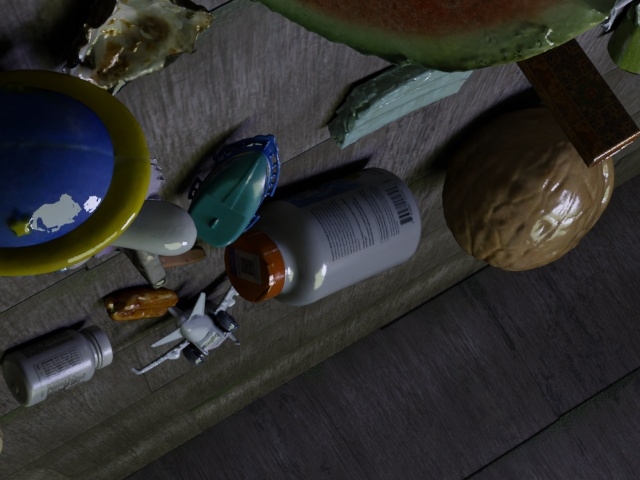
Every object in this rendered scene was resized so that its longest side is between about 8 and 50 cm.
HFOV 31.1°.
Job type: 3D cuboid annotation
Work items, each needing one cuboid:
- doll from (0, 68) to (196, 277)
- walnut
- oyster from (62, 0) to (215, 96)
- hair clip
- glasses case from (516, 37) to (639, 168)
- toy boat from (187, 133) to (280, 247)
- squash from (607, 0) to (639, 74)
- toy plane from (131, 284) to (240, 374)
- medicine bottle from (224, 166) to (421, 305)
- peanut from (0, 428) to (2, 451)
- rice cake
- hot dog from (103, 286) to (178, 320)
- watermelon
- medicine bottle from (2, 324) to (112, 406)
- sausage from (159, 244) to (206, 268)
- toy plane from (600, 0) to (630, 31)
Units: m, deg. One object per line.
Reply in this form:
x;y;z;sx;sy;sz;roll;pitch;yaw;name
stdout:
-0.273;-0.046;0.926;0.311;0.159;0.242;-8;180;0;doll
0.356;-0.093;1.950;0.277;0.252;0.313;-18;152;-48;walnut
-0.156;-0.160;0.906;0.148;0.051;0.103;-38;148;26;oyster
-0.212;-0.021;1.267;0.106;0.084;0.292;-25;162;-9;hair clip
0.322;-0.204;1.500;0.075;0.218;0.049;-32;168;-2;glasses case
-0.092;-0.079;1.359;0.175;0.091;0.110;-49;-167;45;toy boat
0.507;-0.338;1.786;0.105;0.105;0.132;-29;149;-15;squash
-0.188;0.140;1.881;0.251;0.101;0.255;-45;166;5;toy plane
0.000;0.000;1.663;0.289;0.157;0.157;-21;164;-40;medicine bottle
-0.578;0.309;1.526;0.313;0.149;0.149;-24;166;-14;peanut
0.116;-0.194;1.465;0.211;0.038;0.124;-26;167;-28;rice cake
-0.261;0.090;1.658;0.062;0.038;0.144;-34;166;23;hot dog
0.073;-0.244;0.870;0.193;0.231;0.310;-27;-148;-30;watermelon
-0.368;0.172;1.618;0.140;0.079;0.079;-24;165;-36;medicine bottle
-0.202;0.024;1.575;0.026;0.026;0.116;-39;165;30;sausage
0.450;-0.355;1.503;0.273;0.107;0.182;-32;163;23;toy plane
